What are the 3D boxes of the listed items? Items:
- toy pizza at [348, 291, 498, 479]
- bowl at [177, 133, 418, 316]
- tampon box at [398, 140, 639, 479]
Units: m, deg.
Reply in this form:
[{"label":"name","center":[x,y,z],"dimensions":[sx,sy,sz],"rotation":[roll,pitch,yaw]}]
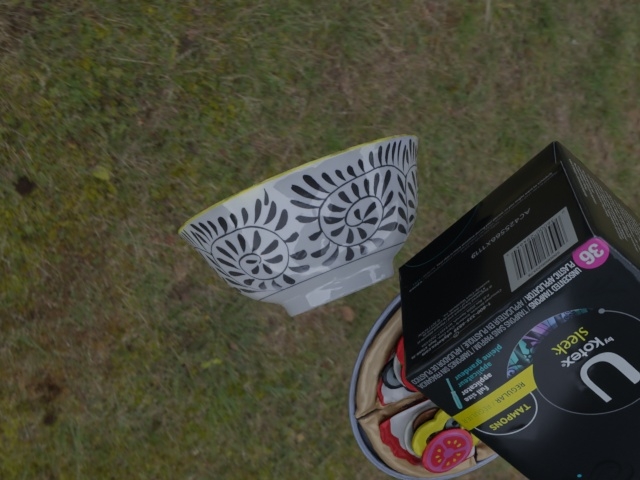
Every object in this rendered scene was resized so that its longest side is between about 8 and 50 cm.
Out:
[{"label":"toy pizza","center":[0.114,0.100,0.704],"dimensions":[0.201,0.032,0.201],"rotation":[-11,117,-23]},{"label":"bowl","center":[0.000,0.000,0.616],"dimensions":[0.170,0.170,0.080],"rotation":[-21,85,-19]},{"label":"tampon box","center":[0.138,0.055,0.494],"dimensions":[0.161,0.101,0.120],"rotation":[39,116,-19]}]
